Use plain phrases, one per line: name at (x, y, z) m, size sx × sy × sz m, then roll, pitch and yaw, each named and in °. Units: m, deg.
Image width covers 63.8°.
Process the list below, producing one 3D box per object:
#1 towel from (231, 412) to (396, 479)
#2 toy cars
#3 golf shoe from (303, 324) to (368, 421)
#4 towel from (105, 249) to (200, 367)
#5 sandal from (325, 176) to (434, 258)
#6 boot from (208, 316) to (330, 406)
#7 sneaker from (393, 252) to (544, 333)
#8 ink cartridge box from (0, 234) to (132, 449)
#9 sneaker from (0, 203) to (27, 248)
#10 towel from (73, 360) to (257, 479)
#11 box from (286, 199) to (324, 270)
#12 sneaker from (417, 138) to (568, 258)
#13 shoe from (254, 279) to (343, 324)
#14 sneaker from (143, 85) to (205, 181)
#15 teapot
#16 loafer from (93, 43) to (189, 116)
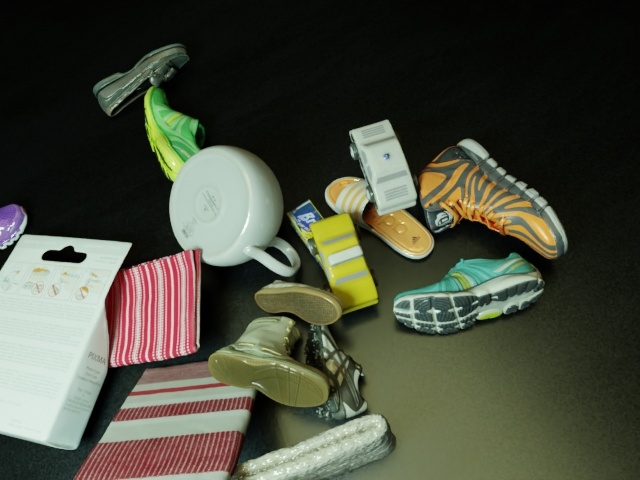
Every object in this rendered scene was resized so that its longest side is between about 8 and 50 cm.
towel at (-0.018, 0.347, 0.795) m, size 0.282 × 0.187 × 0.049 m, roll -22°, pitch 60°, yaw 0°
toy cars at (0.084, -0.058, 0.968) m, size 0.176 × 0.087 × 0.394 m, roll 22°, pitch 78°, yaw 3°
golf shoe at (0.027, 0.227, 0.927) m, size 0.093 × 0.077 × 0.198 m, roll 4°, pitch 49°, yaw -21°
towel at (-0.342, 0.134, 0.988) m, size 0.274 × 0.031 × 0.199 m, roll -14°, pitch 68°, yaw 26°
sandal at (0.122, -0.067, 1.051) m, size 0.265 × 0.076 × 0.102 m, roll 36°, pitch 73°, yaw 24°
boot at (-0.063, 0.201, 0.896) m, size 0.213 × 0.077 × 0.165 m, roll 9°, pitch 20°, yaw 19°
sneaker at (0.264, 0.093, 0.949) m, size 0.274 × 0.107 × 0.110 m, roll -13°, pitch 42°, yaw -3°
ink cartridge box at (-0.544, 0.180, 1.014) m, size 0.307 × 0.091 × 0.385 m, roll 4°, pitch 61°, yaw 20°
sneaker at (-0.793, -0.021, 1.167) m, size 0.236 × 0.105 × 0.095 m, roll -26°, pitch 60°, yaw -6°
towel at (-0.225, 0.296, 0.827) m, size 0.236 × 0.037 × 0.329 m, roll -8°, pitch 18°, yaw 6°
box at (0.000, 0.000, 1.050) m, size 0.059 × 0.054 × 0.169 m, roll -32°, pitch 63°, yaw -8°
sneaker at (0.308, -0.049, 1.000) m, size 0.180 × 0.125 × 0.321 m, roll -33°, pitch 52°, yaw -4°
shoe at (-0.036, 0.105, 0.957) m, size 0.218 × 0.077 × 0.058 m, roll 2°, pitch 32°, yaw 44°
sneaker at (-0.343, -0.254, 1.228) m, size 0.123 × 0.110 × 0.296 m, roll -15°, pitch 58°, yaw -23°
teapot at (-0.163, -0.062, 1.046) m, size 0.252 × 0.187 × 0.256 m, roll 2°, pitch 89°, yaw 31°
loafer at (-0.451, -0.409, 1.332) m, size 0.267 × 0.096 × 0.084 m, roll -27°, pitch 81°, yaw 3°
